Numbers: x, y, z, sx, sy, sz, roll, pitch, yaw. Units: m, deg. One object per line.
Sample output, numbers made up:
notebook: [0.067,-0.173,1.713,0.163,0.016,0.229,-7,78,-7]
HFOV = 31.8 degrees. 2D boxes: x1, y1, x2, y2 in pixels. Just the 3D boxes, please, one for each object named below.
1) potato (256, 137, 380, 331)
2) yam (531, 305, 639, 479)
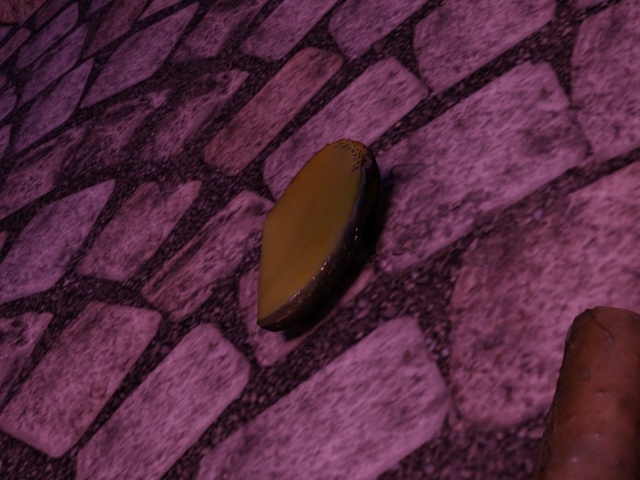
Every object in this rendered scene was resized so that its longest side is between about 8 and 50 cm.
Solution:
potato: [0.000,0.000,0.991,0.119,0.054,0.198,-19,41,36]
yam: [0.132,0.168,0.581,0.067,0.071,0.317,15,53,11]
